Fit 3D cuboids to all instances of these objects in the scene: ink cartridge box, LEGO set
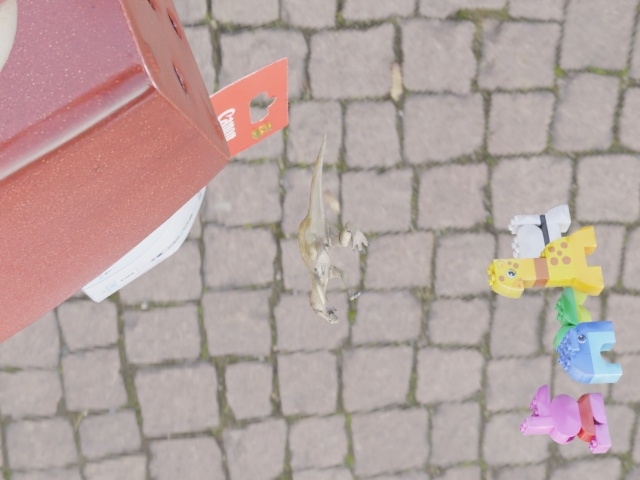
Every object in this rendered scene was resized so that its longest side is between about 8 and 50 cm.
[{"bbox_3d":[-0.185,-0.070,1.682,0.385,0.308,0.091,-32,81,-7],"label":"ink cartridge box"},{"bbox_3d":[0.187,0.059,1.051,0.093,0.227,0.087,-2,152,-5],"label":"LEGO set"}]

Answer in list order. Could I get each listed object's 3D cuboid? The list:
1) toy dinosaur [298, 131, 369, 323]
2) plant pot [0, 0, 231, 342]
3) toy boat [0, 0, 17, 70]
[{"bbox_3d":[0.000,0.000,1.134,0.053,0.092,0.183,-9,109,-24],"label":"toy dinosaur"},{"bbox_3d":[-0.205,-0.099,0.722,0.236,0.267,0.267,-23,77,6],"label":"plant pot"},{"bbox_3d":[-0.195,-0.093,0.299,0.231,0.151,0.151,-18,119,-29],"label":"toy boat"}]
